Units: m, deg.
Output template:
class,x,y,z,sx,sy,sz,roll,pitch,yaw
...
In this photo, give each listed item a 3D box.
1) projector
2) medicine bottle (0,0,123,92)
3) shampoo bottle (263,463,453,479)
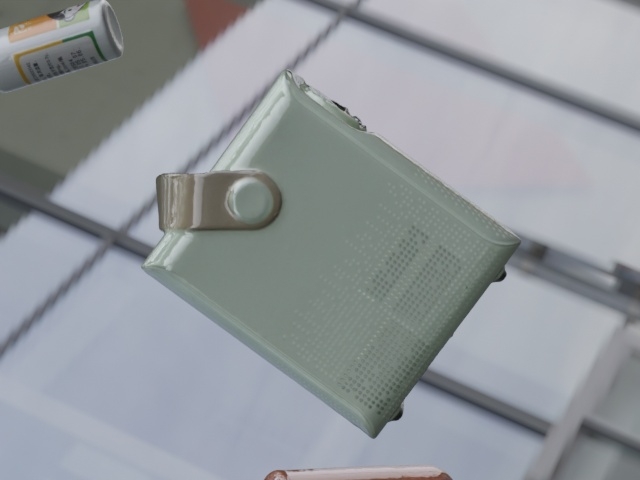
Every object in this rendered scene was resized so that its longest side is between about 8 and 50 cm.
class,x,y,z,sx,sy,sz,roll,pitch,yaw
projector,0.000,0.000,1.394,0.177,0.242,0.163,-55,-3,3
medicine bottle,-0.305,-0.184,1.926,0.092,0.221,0.061,-91,-18,-63
shampoo bottle,0.066,0.238,1.735,0.244,0.085,0.085,-1,-58,-25
